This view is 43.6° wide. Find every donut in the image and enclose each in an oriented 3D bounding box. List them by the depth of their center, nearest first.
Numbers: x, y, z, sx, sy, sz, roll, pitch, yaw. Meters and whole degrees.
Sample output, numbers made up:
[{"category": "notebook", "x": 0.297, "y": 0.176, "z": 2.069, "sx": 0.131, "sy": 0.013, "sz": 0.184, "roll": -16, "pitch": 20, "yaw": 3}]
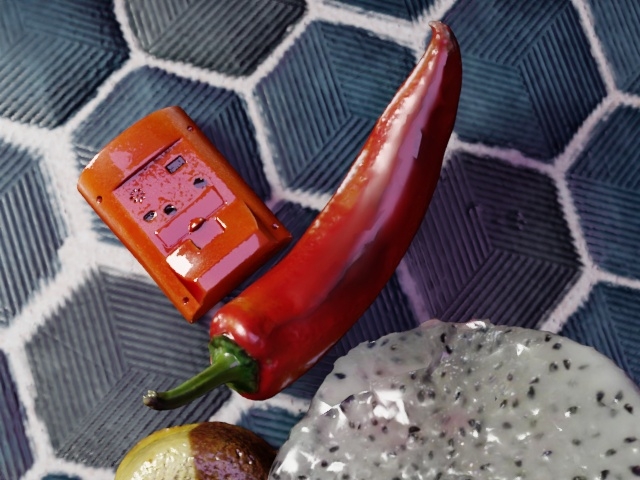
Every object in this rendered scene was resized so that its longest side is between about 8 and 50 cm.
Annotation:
[{"category": "donut", "x": -0.091, "y": 0.234, "z": 0.615, "sx": 0.166, "sy": 0.073, "sz": 0.184, "roll": -1, "pitch": 79, "yaw": -4}]

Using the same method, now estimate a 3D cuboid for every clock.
[{"category": "clock", "x": -0.113, "y": -0.026, "z": 0.660, "sx": 0.113, "sy": 0.061, "sz": 0.155, "roll": -41, "pitch": 85, "yaw": -11}]

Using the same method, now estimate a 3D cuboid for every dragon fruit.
[{"category": "dragon fruit", "x": 0.122, "y": 0.199, "z": 0.586, "sx": 0.283, "sy": 0.221, "sz": 0.204, "roll": -18, "pitch": 39, "yaw": 19}]

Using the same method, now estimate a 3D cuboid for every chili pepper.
[{"category": "chili pepper", "x": 0.005, "y": 0.000, "z": 0.639, "sx": 0.092, "sy": 0.137, "sz": 0.368, "roll": 21, "pitch": 68, "yaw": 39}]
